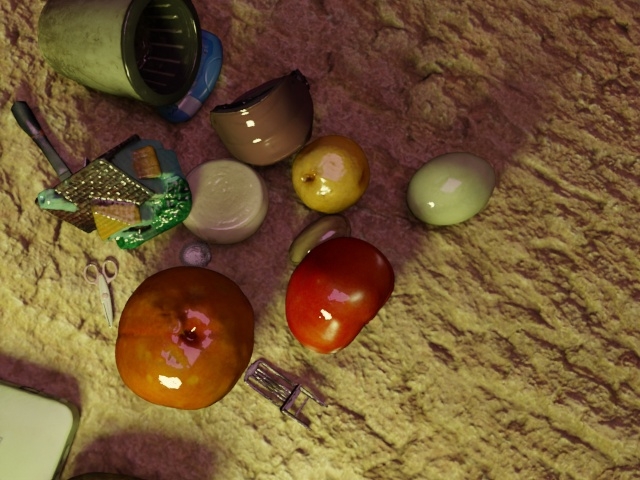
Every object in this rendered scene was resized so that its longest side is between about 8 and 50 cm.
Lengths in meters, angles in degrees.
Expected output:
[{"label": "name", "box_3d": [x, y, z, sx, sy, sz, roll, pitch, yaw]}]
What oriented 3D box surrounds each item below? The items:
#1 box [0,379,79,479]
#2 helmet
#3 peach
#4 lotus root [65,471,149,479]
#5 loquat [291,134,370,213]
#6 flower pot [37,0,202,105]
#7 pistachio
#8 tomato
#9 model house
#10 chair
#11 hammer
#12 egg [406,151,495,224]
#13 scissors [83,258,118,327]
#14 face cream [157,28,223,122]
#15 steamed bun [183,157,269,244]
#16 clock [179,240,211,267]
[{"label": "box", "box_3d": [-0.798, 0.512, 1.599, 0.368, 0.090, 0.372, 19, 76, -3]}, {"label": "helmet", "box_3d": [-0.132, -0.303, 1.754, 0.271, 0.338, 0.197, -26, 104, 4]}, {"label": "peach", "box_3d": [-0.315, 0.224, 1.600, 0.343, 0.301, 0.342, 1, 79, -5]}, {"label": "lotus root", "box_3d": [-0.467, 0.653, 1.535, 0.346, 0.250, 0.250, 11, 78, -1]}, {"label": "loquat", "box_3d": [0.028, -0.171, 1.767, 0.208, 0.208, 0.207, 1, 79, -6]}, {"label": "flower pot", "box_3d": [-0.511, -0.508, 1.710, 0.331, 0.293, 0.293, 15, 76, 24]}, {"label": "pistachio", "box_3d": [0.000, 0.000, 1.783, 0.186, 0.108, 0.126, -36, 61, -5]}, {"label": "tomato", "box_3d": [0.036, 0.126, 1.667, 0.226, 0.298, 0.298, 43, 77, 8]}, {"label": "model house", "box_3d": [-0.502, -0.111, 1.623, 0.281, 0.249, 0.229, -26, 80, 30]}, {"label": "chair", "box_3d": [-0.093, 0.379, 1.696, 0.213, 0.101, 0.084, 36, 77, 1]}, {"label": "hammer", "box_3d": [-0.716, -0.251, 1.786, 0.137, 0.037, 0.289, -33, 84, -11]}, {"label": "egg", "box_3d": [0.346, -0.138, 1.804, 0.253, 0.186, 0.186, -23, 82, -6]}, {"label": "scissors", "box_3d": [-0.549, 0.137, 1.734, 0.086, 0.022, 0.176, -12, 77, -12]}, {"label": "face cream", "box_3d": [-0.356, -0.439, 1.840, 0.149, 0.083, 0.263, 18, 77, 5]}, {"label": "steamed bun", "box_3d": [-0.246, -0.093, 1.750, 0.232, 0.145, 0.231, 1, 71, -2]}, {"label": "clock", "box_3d": [-0.328, 0.038, 1.785, 0.083, 0.010, 0.074, -13, 81, -8]}]
